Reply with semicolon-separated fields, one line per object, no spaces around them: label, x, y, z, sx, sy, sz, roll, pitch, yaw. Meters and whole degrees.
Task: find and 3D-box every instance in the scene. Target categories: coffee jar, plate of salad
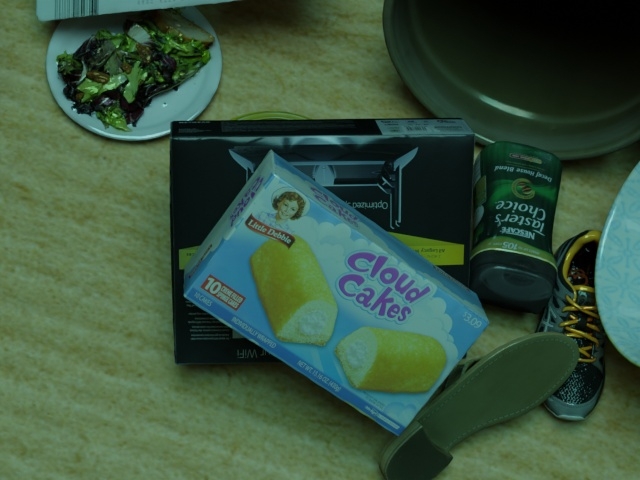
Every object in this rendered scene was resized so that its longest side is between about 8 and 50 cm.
coffee jar;0.208;-0.012;1.672;0.096;0.079;0.184;13;56;-8
plate of salad;-0.211;-0.207;1.758;0.199;0.048;0.200;2;68;-4

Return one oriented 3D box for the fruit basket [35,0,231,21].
fruit basket;-0.154;-0.415;1.750;0.353;0.165;0.327;-5;81;4

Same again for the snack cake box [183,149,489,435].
snack cake box;0.015;0.053;1.527;0.264;0.089;0.152;34;103;-14

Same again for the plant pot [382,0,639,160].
plant pot;0.265;-0.297;1.713;0.323;0.323;0.280;22;52;5

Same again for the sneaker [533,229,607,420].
sneaker;0.271;0.085;1.653;0.084;0.083;0.215;7;68;-2

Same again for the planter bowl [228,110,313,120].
planter bowl;-0.049;-0.063;1.687;0.217;0.090;0.217;2;68;-4

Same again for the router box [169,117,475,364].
router box;0.000;0.000;1.600;0.308;0.081;0.243;0;107;-5

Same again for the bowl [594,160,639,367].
bowl;0.432;0.022;1.552;0.156;0.289;0.289;25;63;-30

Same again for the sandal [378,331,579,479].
sandal;0.151;0.159;1.620;0.240;0.079;0.088;-38;119;-2
